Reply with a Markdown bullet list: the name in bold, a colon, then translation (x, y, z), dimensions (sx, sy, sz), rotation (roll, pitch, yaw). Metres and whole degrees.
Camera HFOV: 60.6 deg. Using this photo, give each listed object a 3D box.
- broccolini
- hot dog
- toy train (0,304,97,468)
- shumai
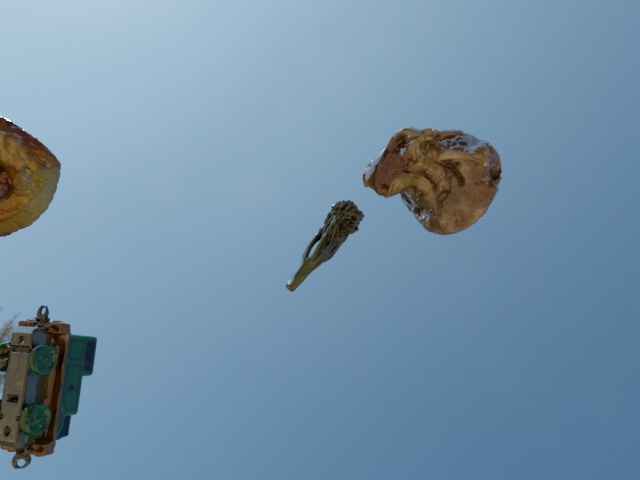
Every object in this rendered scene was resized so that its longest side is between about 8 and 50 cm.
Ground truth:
- **broccolini**: translation (0.009, 0.014, 0.994), dimensions (0.091, 0.068, 0.203), rotation (20, -107, 50)
- **hot dog**: translation (-0.335, -0.050, 0.499), dimensions (0.261, 0.123, 0.093), rotation (-4, -131, 45)
- **toy train**: translation (-0.403, 0.211, 0.805), dimensions (0.091, 0.136, 0.228), rotation (-2, -100, 22)
- **shumai**: translation (0.163, -0.111, 0.818), dimensions (0.152, 0.210, 0.161), rotation (30, -51, -26)
